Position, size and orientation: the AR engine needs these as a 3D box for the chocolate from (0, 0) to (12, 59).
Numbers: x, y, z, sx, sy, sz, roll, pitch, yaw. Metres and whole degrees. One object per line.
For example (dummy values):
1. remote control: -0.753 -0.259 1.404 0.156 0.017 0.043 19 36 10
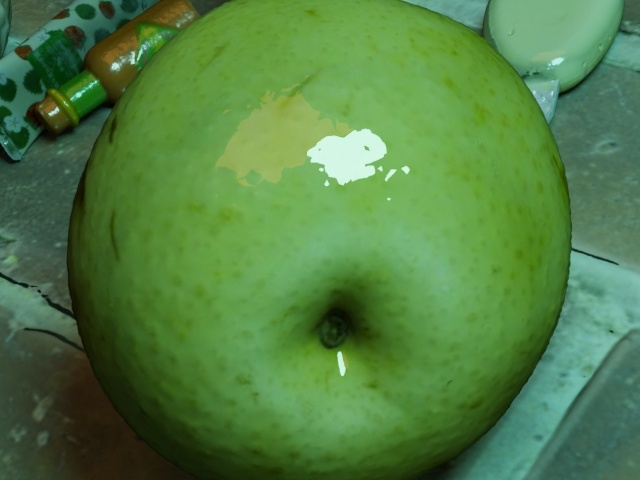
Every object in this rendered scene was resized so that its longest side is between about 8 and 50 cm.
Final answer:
1. chocolate: -0.382 -0.187 1.384 0.134 0.134 0.309 -11 44 8

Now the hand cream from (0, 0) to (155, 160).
1. hand cream: -0.250 -0.198 1.387 0.059 0.095 0.276 1 42 37

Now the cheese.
1. cheese: 0.192 -0.152 1.211 0.127 0.050 0.255 3 47 21

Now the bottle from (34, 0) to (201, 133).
1. bottle: -0.198 -0.169 1.350 0.187 0.069 0.069 -39 47 -17

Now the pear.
1. pear: 0.000 0.000 0.921 0.348 0.348 0.348 -10 44 9
